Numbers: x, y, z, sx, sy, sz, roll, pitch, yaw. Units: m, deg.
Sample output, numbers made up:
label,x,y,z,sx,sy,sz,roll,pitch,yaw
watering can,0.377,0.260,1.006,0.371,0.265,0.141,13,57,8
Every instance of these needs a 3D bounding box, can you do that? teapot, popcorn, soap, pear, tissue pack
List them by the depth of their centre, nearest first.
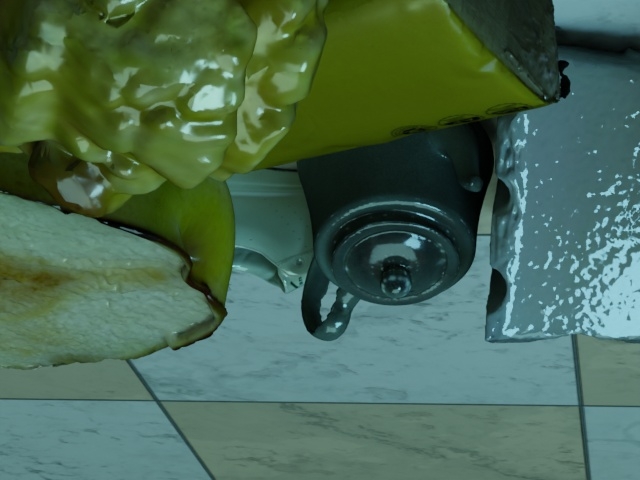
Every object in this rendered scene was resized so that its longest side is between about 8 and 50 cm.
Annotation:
label,x,y,z,sx,sy,sz,roll,pitch,yaw
popcorn,-0.112,-0.159,1.149,0.332,0.265,0.225,-47,168,27
tissue pack,0.006,-0.147,1.332,0.271,0.134,0.192,-12,152,32
pear,-0.255,-0.042,1.552,0.386,0.191,0.340,-1,153,13
teapot,0.055,-0.007,1.580,0.162,0.149,0.239,24,133,-25
soap,0.216,-0.072,1.601,0.159,0.257,0.302,1,-159,5

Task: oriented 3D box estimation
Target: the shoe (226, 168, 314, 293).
label,x,y,z,sx,sy,sz,roll,pitch,yaw
shoe,0.000,0.000,1.721,0.265,0.110,0.095,5,157,5
